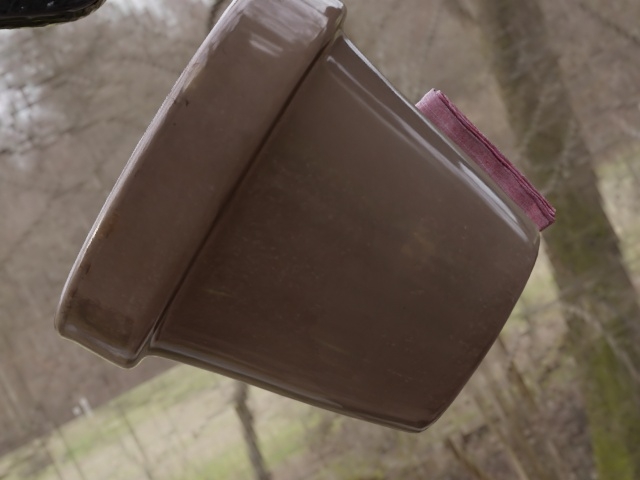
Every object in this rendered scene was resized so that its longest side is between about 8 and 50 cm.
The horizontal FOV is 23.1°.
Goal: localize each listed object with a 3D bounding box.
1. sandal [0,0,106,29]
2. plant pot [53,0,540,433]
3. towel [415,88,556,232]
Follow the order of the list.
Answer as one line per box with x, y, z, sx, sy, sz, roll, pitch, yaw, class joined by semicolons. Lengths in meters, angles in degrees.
-0.393;-0.223;1.301;0.445;0.167;0.107;-1;-10;-13;sandal
0.000;0.000;0.951;0.263;0.229;0.263;-58;1;1;plant pot
0.109;-0.008;2.017;0.329;0.237;0.037;-42;16;18;towel
